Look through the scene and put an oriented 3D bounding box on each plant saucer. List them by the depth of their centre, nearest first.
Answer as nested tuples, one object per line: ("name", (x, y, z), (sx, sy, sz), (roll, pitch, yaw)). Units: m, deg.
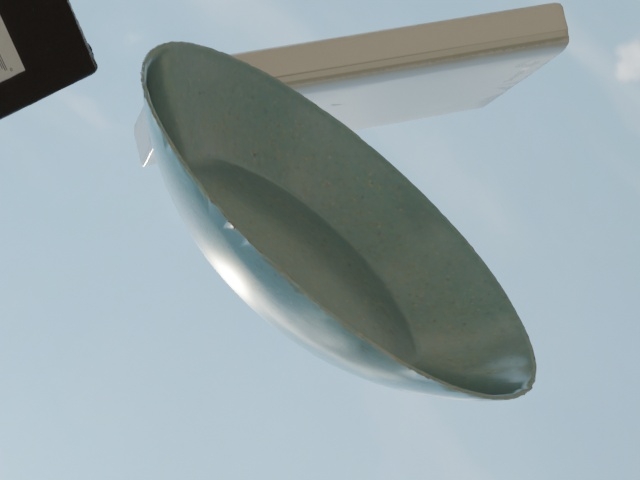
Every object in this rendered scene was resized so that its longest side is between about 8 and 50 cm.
("plant saucer", (0.000, 0.000, 0.519), (0.195, 0.037, 0.195), (37, -160, -16))

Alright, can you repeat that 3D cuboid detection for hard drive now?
("hard drive", (0.016, -0.121, 1.056), (0.308, 0.203, 0.040), (-11, -96, -15))

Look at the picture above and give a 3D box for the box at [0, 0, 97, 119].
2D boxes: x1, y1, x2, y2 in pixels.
("box", (-0.256, -0.157, 0.838), (0.207, 0.153, 0.108), (47, 161, 46))
